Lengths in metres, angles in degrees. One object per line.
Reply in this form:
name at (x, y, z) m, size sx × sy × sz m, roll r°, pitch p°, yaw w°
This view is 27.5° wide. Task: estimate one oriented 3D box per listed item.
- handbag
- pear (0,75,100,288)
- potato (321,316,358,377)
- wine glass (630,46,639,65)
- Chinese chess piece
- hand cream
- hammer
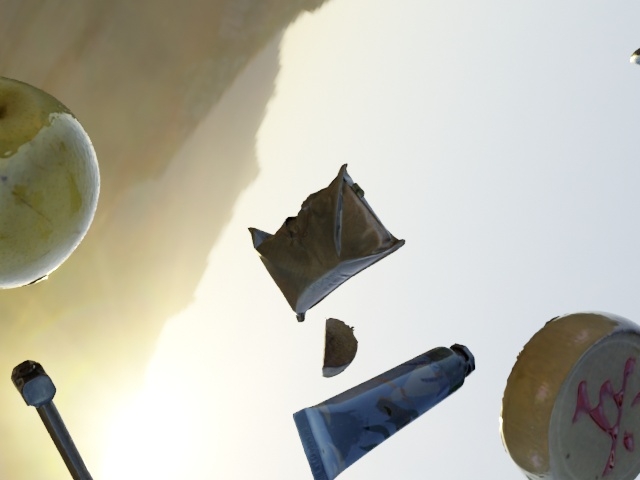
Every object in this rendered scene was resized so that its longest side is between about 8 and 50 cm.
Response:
handbag at (0.000, 0.000, 2.099) m, size 0.270 × 0.182 × 0.117 m, roll -37°, pitch 179°, yaw 38°
pear at (-0.509, -0.087, 2.005) m, size 0.348 × 0.348 × 0.348 m, roll -62°, pitch -173°, yaw 12°
potato at (0.019, 0.121, 1.367) m, size 0.093 × 0.037 × 0.036 m, roll -87°, pitch -176°, yaw -61°
wine glass at (0.545, -0.473, 1.960) m, size 0.267 × 0.267 × 0.406 m, roll 144°, pitch -56°, yaw -76°
Chinese chess piece at (0.345, 0.214, 1.699) m, size 0.103 × 0.249 × 0.250 m, roll 18°, pitch -100°, yaw 51°
hand cream at (0.080, 0.190, 1.518) m, size 0.271 × 0.091 × 0.058 m, roll -24°, pitch -169°, yaw -39°
hammer at (-0.315, 0.328, 1.750) m, size 0.043 × 0.365 × 0.111 m, roll -28°, pitch -165°, yaw -17°
